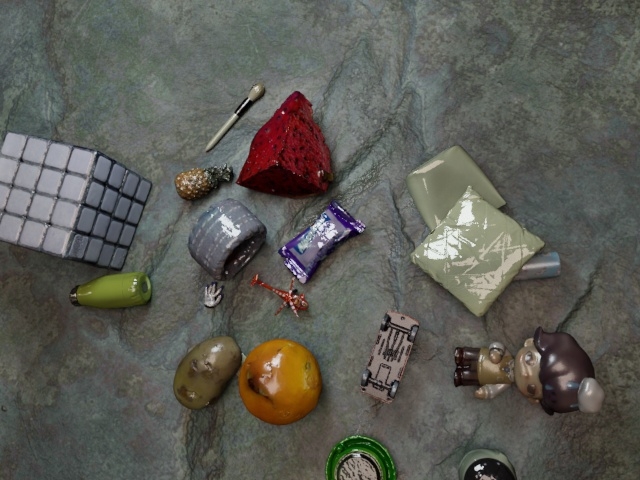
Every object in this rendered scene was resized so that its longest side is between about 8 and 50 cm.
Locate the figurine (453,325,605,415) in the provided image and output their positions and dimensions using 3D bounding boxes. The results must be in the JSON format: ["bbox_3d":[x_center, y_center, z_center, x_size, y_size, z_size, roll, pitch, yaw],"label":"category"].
[{"bbox_3d":[0.551,0.348,1.505,0.364,0.206,0.218,3,67,13],"label":"figurine"}]

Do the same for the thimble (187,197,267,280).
[{"bbox_3d":[-0.295,-0.005,1.735,0.172,0.205,0.236,41,115,19],"label":"thimble"}]

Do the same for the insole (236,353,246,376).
[{"bbox_3d":[-0.222,0.422,1.742,0.192,0.010,0.063,43,91,15],"label":"insole"}]

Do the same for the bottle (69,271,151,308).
[{"bbox_3d":[-0.696,0.170,1.822,0.259,0.112,0.112,-8,80,10],"label":"bottle"}]

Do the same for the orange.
[{"bbox_3d":[-0.115,0.410,1.609,0.245,0.246,0.247,-2,81,11],"label":"orange"}]

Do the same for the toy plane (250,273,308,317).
[{"bbox_3d":[-0.127,0.175,1.735,0.194,0.077,0.126,3,78,19],"label":"toy plane"}]

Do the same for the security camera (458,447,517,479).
[{"bbox_3d":[0.420,0.689,1.484,0.196,0.191,0.277,31,87,15],"label":"security camera"}]

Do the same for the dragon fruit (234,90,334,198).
[{"bbox_3d":[-0.086,-0.299,1.719,0.302,0.240,0.331,14,91,-6],"label":"dragon fruit"}]

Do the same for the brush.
[{"bbox_3d":[-0.295,-0.418,1.878,0.039,0.042,0.299,43,92,11],"label":"brush"}]

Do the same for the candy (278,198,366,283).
[{"bbox_3d":[0.000,0.000,1.738,0.275,0.070,0.145,-43,70,6],"label":"candy"}]

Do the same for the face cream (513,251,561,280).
[{"bbox_3d":[0.571,0.081,1.611,0.229,0.075,0.075,-7,80,11],"label":"face cream"}]

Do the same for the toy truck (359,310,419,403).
[{"bbox_3d":[0.204,0.336,1.621,0.107,0.114,0.253,19,87,14],"label":"toy truck"}]

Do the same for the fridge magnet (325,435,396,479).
[{"bbox_3d":[0.114,0.672,1.596,0.207,0.088,0.208,-2,80,11],"label":"fridge magnet"}]

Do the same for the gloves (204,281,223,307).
[{"bbox_3d":[-0.347,0.177,1.799,0.064,0.026,0.086,3,77,10],"label":"gloves"}]

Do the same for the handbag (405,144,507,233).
[{"bbox_3d":[0.414,-0.114,1.661,0.241,0.109,0.316,-32,80,6],"label":"handbag"}]

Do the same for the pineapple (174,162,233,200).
[{"bbox_3d":[-0.379,-0.201,1.830,0.197,0.108,0.108,-18,78,1],"label":"pineapple"}]

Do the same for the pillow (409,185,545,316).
[{"bbox_3d":[0.442,0.030,1.583,0.274,0.076,0.281,42,97,25],"label":"pillow"}]

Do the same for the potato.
[{"bbox_3d":[-0.350,0.400,1.696,0.165,0.165,0.262,36,100,14],"label":"potato"}]

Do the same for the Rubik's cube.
[{"bbox_3d":[-0.806,-0.118,1.776,0.344,0.337,0.344,15,84,12],"label":"Rubik's cube"}]
